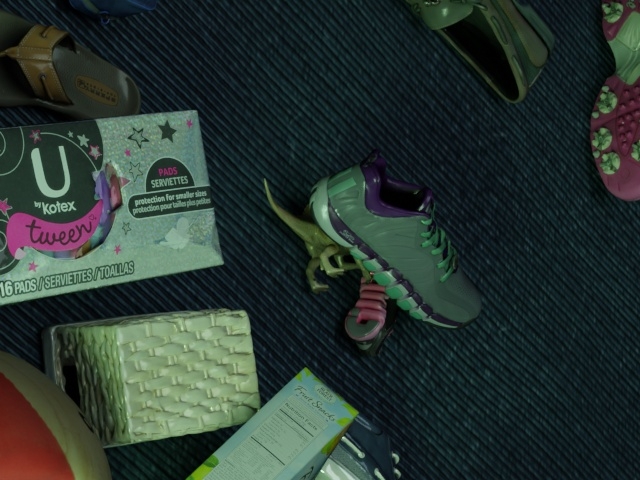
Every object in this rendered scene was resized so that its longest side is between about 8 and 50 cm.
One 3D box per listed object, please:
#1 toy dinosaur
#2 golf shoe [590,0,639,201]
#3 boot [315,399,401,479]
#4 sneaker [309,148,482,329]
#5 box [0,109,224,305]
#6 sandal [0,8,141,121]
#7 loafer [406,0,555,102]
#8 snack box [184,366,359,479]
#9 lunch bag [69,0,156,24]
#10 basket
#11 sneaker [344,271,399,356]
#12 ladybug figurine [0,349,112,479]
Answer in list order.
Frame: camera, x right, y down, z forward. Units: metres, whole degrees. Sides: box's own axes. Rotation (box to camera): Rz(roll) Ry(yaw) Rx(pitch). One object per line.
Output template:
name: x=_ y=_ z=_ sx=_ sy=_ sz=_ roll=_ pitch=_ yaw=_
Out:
toy dinosaur: x=0.000 y=0.000 z=1.921 sx=0.183 sy=0.053 sz=0.093 roll=14 pitch=55 yaw=-45
golf shoe: x=0.396 y=-0.181 z=2.292 sx=0.140 sy=0.115 sz=0.306 roll=26 pitch=65 yaw=-42
boot: x=0.061 y=0.241 z=1.902 sx=0.190 sy=0.069 sz=0.086 roll=47 pitch=55 yaw=-25
sneaker: x=0.095 y=0.003 z=1.901 sx=0.223 sy=0.098 sz=0.083 roll=38 pitch=40 yaw=-26
box: x=-0.227 y=-0.024 z=1.611 sx=0.247 sy=0.163 sz=0.142 roll=-11 pitch=91 yaw=-45
sandal: x=-0.234 y=-0.146 z=1.702 sx=0.219 sy=0.060 sz=0.090 roll=22 pitch=66 yaw=-40
loafer: x=0.154 y=-0.243 z=2.083 sx=0.267 sy=0.096 sz=0.084 roll=35 pitch=65 yaw=-36
snack box: x=-0.074 y=0.229 z=1.698 sx=0.070 sy=0.174 sz=0.207 roll=39 pitch=49 yaw=9
lunch bag: x=-0.190 y=-0.242 z=1.764 sx=0.067 sy=0.065 sz=0.098 roll=24 pitch=64 yaw=-56
basket: x=-0.143 y=0.117 z=1.706 sx=0.167 sy=0.103 sz=0.113 roll=-5 pitch=86 yaw=-45
sneaker: x=0.062 y=0.067 z=1.967 sx=0.119 sy=0.047 sz=0.057 roll=-60 pitch=144 yaw=-34
ladybug figurine: x=-0.322 y=0.239 z=1.437 sx=0.449 sy=0.162 sz=0.305 roll=-27 pitch=113 yaw=-41
